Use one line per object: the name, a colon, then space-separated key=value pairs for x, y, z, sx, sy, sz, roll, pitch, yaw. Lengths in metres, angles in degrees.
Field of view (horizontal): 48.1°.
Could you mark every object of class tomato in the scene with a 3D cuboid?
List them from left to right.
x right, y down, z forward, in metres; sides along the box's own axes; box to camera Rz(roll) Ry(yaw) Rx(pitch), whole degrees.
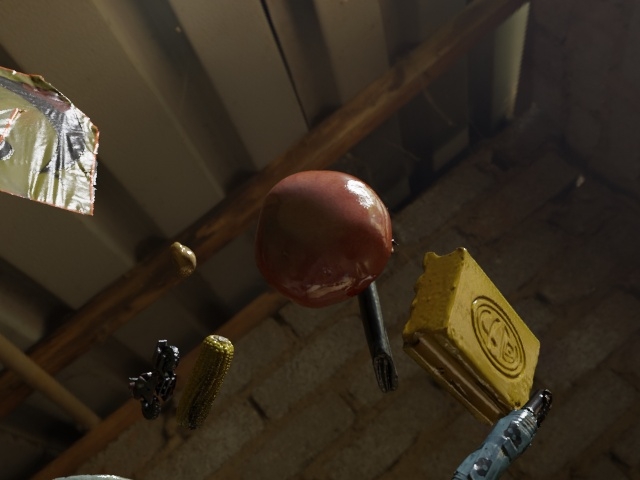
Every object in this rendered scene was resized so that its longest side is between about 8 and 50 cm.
tomato: x=0.000 y=0.000 z=1.738 sx=0.273 sy=0.341 sz=0.341 roll=0 pitch=-50 yaw=-54

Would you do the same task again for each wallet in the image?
wallet: x=0.144 y=0.196 z=1.989 sx=0.062 sy=0.406 sz=0.228 roll=-13 pitch=-38 yaw=4

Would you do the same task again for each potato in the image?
potato: x=-0.337 y=0.044 z=1.746 sx=0.068 sy=0.083 sz=0.062 roll=-35 pitch=12 yaw=40

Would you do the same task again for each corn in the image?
corn: x=-0.232 y=0.285 z=1.430 sx=0.072 sy=0.072 sz=0.203 roll=12 pitch=-77 yaw=-57

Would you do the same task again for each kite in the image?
kite: x=-0.403 y=-0.142 z=0.816 sx=0.013 sy=0.377 sz=0.327 roll=-56 pitch=-11 yaw=29

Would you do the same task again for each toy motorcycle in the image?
toy motorcycle: x=-0.429 y=0.354 z=1.857 sx=0.082 sy=0.122 sz=0.213 roll=4 pitch=-66 yaw=-56

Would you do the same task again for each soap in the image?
soap: x=0.285 y=0.186 z=1.320 sx=0.324 sy=0.096 sz=0.204 roll=45 pitch=-129 yaw=-33

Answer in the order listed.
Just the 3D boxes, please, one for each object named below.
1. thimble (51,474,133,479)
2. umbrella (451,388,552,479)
thimble: x=-0.406 y=0.520 z=1.207 sx=0.271 sy=0.150 sz=0.270 roll=-9 pitch=-41 yaw=-8
umbrella: x=0.277 y=0.305 z=1.080 sx=0.250 sy=0.052 sz=0.053 roll=-33 pitch=12 yaw=-39
